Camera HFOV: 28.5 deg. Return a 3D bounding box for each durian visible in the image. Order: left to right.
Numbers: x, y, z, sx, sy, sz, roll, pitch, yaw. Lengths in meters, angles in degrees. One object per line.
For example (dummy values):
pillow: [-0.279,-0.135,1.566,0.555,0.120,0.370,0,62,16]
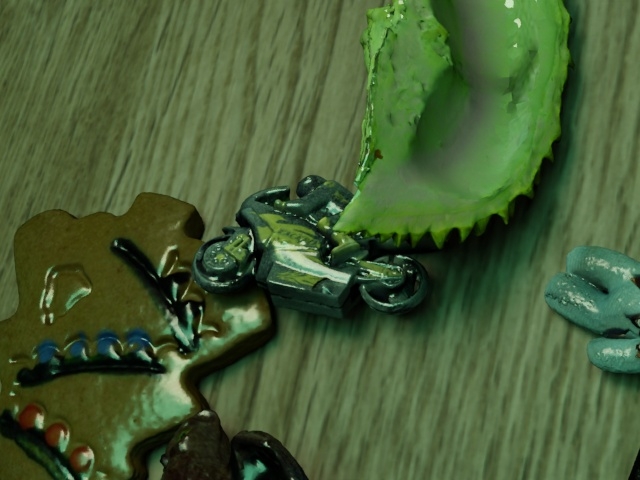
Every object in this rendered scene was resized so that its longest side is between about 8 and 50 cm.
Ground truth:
durian: [0.098,-0.152,0.954,0.158,0.169,0.355,-5,68,24]

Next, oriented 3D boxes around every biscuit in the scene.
biscuit: [-0.180,0.101,1.045,0.278,0.043,0.301,12,74,28]

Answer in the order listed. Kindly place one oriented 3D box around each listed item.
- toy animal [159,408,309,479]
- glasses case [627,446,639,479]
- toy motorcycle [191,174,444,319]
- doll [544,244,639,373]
toy animal: [-0.068,0.217,0.934,0.218,0.116,0.179,-49,25,28]
glasses case: [0.230,0.213,0.770,0.122,0.082,0.320,20,90,21]
toy motorcycle: [0.000,0.000,0.993,0.194,0.061,0.124,6,54,16]
doll: [0.232,0.051,0.862,0.180,0.075,0.120,31,90,32]
